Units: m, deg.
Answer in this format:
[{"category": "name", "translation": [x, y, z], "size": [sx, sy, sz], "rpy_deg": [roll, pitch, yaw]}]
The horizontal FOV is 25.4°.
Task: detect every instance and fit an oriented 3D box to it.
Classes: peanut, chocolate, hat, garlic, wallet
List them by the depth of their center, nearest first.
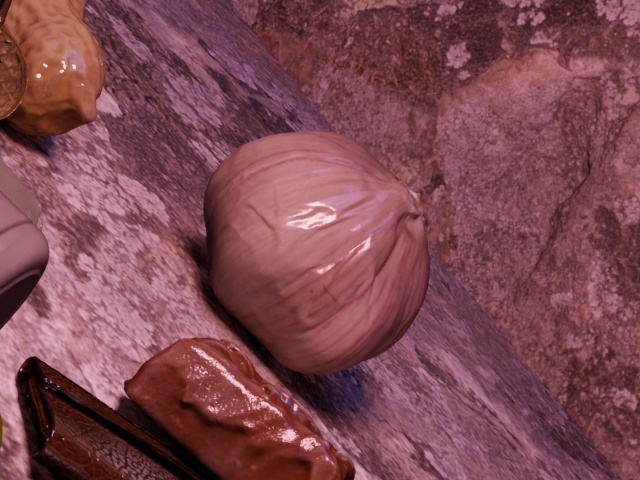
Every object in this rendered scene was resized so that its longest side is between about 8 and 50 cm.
[{"category": "wallet", "translation": [-0.143, 0.192, 1.165], "size": [0.243, 0.039, 0.133], "rpy_deg": [42, 9, -29]}, {"category": "chocolate", "translation": [-0.068, 0.166, 1.282], "size": [0.214, 0.093, 0.148], "rpy_deg": [42, -2, 10]}, {"category": "hat", "translation": [-0.379, -0.162, 1.459], "size": [0.146, 0.067, 0.146], "rpy_deg": [11, 60, -19]}, {"category": "peanut", "translation": [-0.337, -0.227, 1.617], "size": [0.159, 0.143, 0.291], "rpy_deg": [2, 39, -21]}, {"category": "garlic", "translation": [0.000, 0.000, 1.694], "size": [0.317, 0.259, 0.317], "rpy_deg": [56, 19, -31]}]

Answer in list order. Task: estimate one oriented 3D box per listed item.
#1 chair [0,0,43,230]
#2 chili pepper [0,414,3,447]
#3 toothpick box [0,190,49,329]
[{"category": "chair", "translation": [-0.332, -0.147, 1.288], "size": [0.319, 0.186, 0.160], "rpy_deg": [39, 10, -19]}, {"category": "chili pepper", "translation": [-0.252, 0.132, 1.002], "size": [0.201, 0.050, 0.051], "rpy_deg": [-114, -167, -60]}, {"category": "toothpick box", "translation": [-0.334, -0.037, 0.861], "size": [0.316, 0.229, 0.229], "rpy_deg": [45, 13, 0]}]
